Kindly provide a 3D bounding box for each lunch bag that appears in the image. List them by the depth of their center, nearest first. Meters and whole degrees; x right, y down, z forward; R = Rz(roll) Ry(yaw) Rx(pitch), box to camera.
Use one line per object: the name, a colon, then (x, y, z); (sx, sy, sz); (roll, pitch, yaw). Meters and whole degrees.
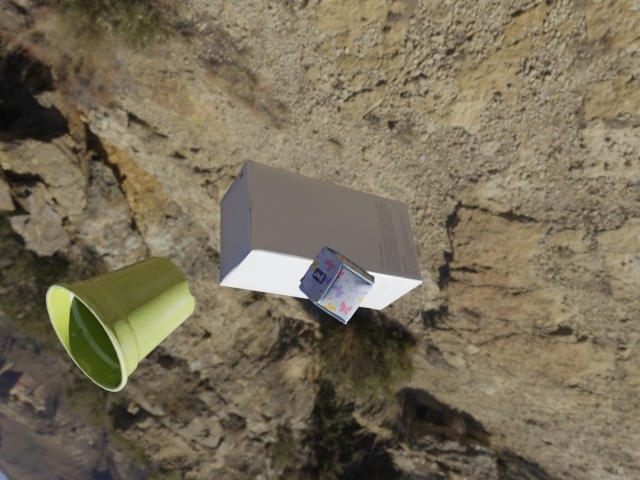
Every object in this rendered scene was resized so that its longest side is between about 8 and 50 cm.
lunch bag: (0.020, 0.057, 0.700); (0.083, 0.071, 0.053); (36, -169, 2)

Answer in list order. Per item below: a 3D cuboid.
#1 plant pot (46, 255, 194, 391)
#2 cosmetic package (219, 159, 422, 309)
plant pot: (-0.451, 0.168, 1.259); (0.276, 0.254, 0.276); (20, 126, 31)
cosmetic package: (0.000, 0.000, 1.028); (0.365, 0.197, 0.155); (12, 146, -26)
